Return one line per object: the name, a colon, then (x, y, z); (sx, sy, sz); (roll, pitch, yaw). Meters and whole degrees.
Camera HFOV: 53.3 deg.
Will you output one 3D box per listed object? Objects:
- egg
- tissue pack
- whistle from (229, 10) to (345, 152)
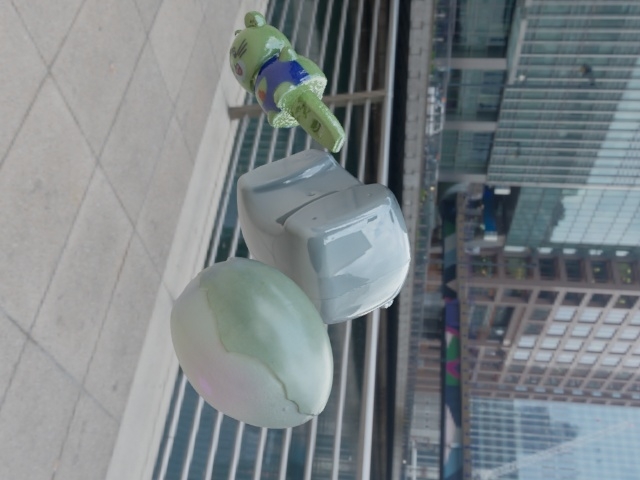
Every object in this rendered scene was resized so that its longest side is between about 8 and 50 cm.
egg: (-0.077, 0.135, 0.796); (0.183, 0.217, 0.183); (-37, 157, -19)
tissue pack: (0.000, 0.000, 1.133); (0.333, 0.230, 0.235); (39, -34, 52)
whistle: (-0.047, -0.199, 0.827); (0.227, 0.085, 0.105); (51, -34, 19)
